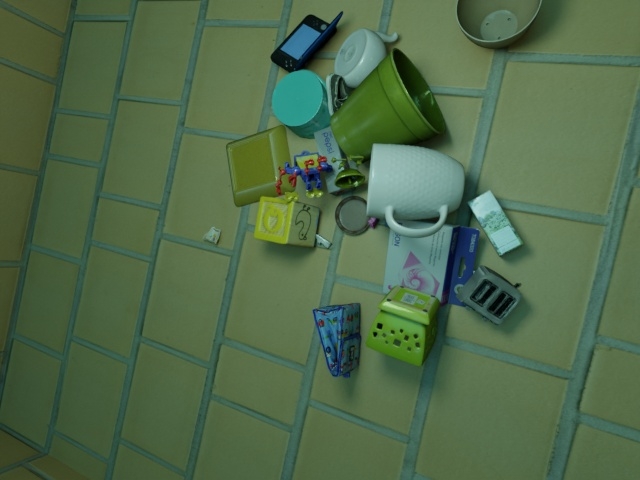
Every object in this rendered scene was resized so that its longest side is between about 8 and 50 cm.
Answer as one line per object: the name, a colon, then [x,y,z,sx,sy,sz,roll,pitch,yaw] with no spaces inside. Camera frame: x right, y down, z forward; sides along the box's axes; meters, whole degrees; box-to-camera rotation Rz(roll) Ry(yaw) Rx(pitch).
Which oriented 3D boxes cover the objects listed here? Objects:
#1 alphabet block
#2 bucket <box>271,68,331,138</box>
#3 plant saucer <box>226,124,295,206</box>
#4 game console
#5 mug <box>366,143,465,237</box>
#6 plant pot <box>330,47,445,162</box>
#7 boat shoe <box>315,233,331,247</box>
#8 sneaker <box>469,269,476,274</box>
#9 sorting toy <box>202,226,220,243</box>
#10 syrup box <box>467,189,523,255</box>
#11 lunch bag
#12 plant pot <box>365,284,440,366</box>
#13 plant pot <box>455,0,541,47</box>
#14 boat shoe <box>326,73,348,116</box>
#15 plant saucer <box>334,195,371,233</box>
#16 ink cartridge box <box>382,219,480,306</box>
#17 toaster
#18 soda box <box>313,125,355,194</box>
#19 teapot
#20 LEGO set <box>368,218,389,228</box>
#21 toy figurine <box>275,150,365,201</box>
alphabet block: [-0.144,-0.078,1.937,0.194,0.197,0.192,8,90,35]
bucket: [-0.066,-0.596,1.958,0.282,0.183,0.280,-1,87,21]
plant saucer: [-0.305,-0.356,2.103,0.333,0.081,0.332,-13,81,22]
game console: [-0.067,-0.888,1.944,0.250,0.173,0.293,38,84,21]
mug: [0.341,-0.169,1.620,0.329,0.276,0.373,5,56,4]
plant pot: [0.240,-0.490,1.759,0.353,0.367,0.366,-28,77,32]
boat shoe: [0.000,0.000,1.978,0.100,0.035,0.035,33,97,15]
sneaker: [0.604,0.158,1.709,0.098,0.038,0.069,30,98,22]
sorting toy: [-0.524,-0.026,2.199,0.083,0.045,0.075,20,88,23]
syrup box: [0.652,-0.063,1.670,0.093,0.096,0.236,-31,75,17]
lunch bag: [0.082,0.411,1.816,0.138,0.221,0.292,-9,84,22]
plant pot: [0.323,0.305,1.689,0.227,0.228,0.206,17,113,22]
plant pot: [0.660,-0.835,1.660,0.285,0.191,0.283,-1,86,22]
boat shoe: [0.077,-0.584,1.861,0.070,0.219,0.078,27,59,36]
plant saucer: [0.144,-0.109,1.925,0.169,0.029,0.168,-1,86,24]
ink cartridge box: [0.420,0.085,1.734,0.331,0.071,0.323,11,107,24]
toaster: [0.623,0.197,1.636,0.168,0.110,0.185,34,103,-2]
soda box: [0.060,-0.345,1.940,0.098,0.091,0.285,-17,81,22]
teapot: [0.189,-0.733,1.866,0.256,0.187,0.252,-24,56,46]
LEGO set: [0.286,-0.134,1.831,0.087,0.093,0.227,35,100,21]
toy figurine: [-0.018,-0.316,1.813,0.363,0.191,0.217,-11,49,-6]
